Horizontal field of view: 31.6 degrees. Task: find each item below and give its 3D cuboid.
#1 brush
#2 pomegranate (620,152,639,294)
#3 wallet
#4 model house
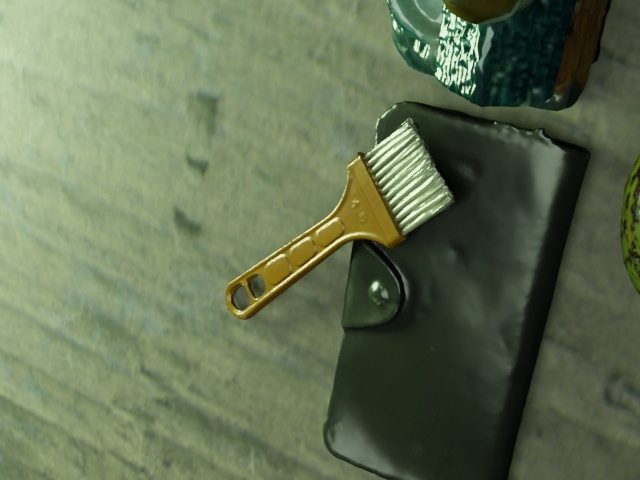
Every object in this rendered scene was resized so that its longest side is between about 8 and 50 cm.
[{"bbox_3d":[0.000,0.000,1.070,0.314,0.017,0.090,-36,73,41],"label":"brush"},{"bbox_3d":[0.336,-0.022,0.805,0.214,0.214,0.248,48,143,5],"label":"pomegranate"},{"bbox_3d":[0.113,0.059,1.043,0.197,0.051,0.377,19,113,22],"label":"wallet"},{"bbox_3d":[0.114,-0.213,0.821,0.184,0.291,0.253,16,113,16],"label":"model house"}]
